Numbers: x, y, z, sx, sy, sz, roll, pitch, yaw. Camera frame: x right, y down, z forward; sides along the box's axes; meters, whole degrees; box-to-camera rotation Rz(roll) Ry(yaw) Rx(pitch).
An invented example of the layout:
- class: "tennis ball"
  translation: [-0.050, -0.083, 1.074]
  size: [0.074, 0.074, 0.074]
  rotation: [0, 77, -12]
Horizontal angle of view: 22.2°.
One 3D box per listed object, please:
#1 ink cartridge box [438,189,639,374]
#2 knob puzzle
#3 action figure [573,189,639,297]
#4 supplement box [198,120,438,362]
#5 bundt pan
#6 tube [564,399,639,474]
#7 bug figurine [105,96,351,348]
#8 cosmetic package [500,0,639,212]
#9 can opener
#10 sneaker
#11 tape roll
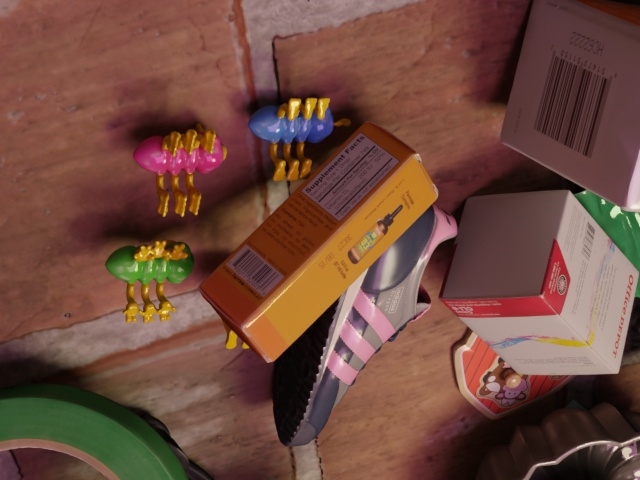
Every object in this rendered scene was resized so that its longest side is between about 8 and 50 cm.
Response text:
- class: "ink cartridge box"
  translation: [0.232, 0.048, 1.701]
  size: [0.127, 0.128, 0.176]
  rotation: [-4, 146, 38]
- class: "knob puzzle"
  translation: [0.238, 0.137, 1.874]
  size: [0.213, 0.030, 0.213]
  rotation: [-13, 131, -15]
- class: "action figure"
  translation: [0.336, -0.009, 1.776]
  size: [0.137, 0.063, 0.232]
  rotation: [-30, 129, -2]
- class: "supplement box"
  translation: [0.000, 0.000, 1.534]
  size: [0.233, 0.080, 0.078]
  rotation: [-43, 143, -8]
- class: "bundt pan"
  translation: [0.311, 0.328, 1.952]
  size: [0.331, 0.124, 0.331]
  rotation: [-6, 122, -10]
- class: "tube"
  translation: [0.357, 0.260, 2.020]
  size: [0.207, 0.052, 0.080]
  rotation: [27, 108, -32]
- class: "bug figurine"
  translation: [-0.091, -0.029, 1.557]
  size: [0.216, 0.072, 0.279]
  rotation: [-1, 122, -32]
- class: "cosmetic package"
  translation: [0.435, -0.120, 1.599]
  size: [0.453, 0.230, 0.161]
  rotation: [4, 108, -28]
- class: "can opener"
  translation: [-0.165, 0.247, 1.763]
  size: [0.059, 0.073, 0.186]
  rotation: [-37, 142, -4]
- class: "sneaker"
  translation: [0.045, 0.091, 1.692]
  size: [0.131, 0.112, 0.319]
  rotation: [6, 125, -25]
- class: "tape roll"
  translation: [-0.280, 0.305, 1.621]
  size: [0.321, 0.077, 0.321]
  rotation: [0, 95, 1]
